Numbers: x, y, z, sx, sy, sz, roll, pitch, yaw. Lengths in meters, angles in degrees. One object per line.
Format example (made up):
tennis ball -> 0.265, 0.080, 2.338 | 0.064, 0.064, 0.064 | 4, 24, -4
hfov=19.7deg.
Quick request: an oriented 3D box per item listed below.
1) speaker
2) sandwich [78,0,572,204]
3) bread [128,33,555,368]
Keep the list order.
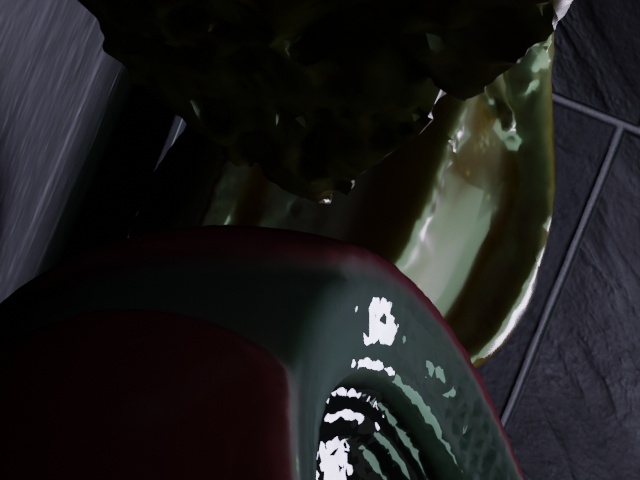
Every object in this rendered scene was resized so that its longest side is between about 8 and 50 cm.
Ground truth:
speaker -> -0.031, 0.142, 0.650 | 0.294, 0.294, 0.294 | -158, -90, -89
sandwich -> 0.045, -0.159, 0.392 | 0.262, 0.131, 0.325 | -59, -169, -20
bread -> 0.000, 0.000, 1.069 | 0.300, 0.210, 0.341 | -64, -169, -20
